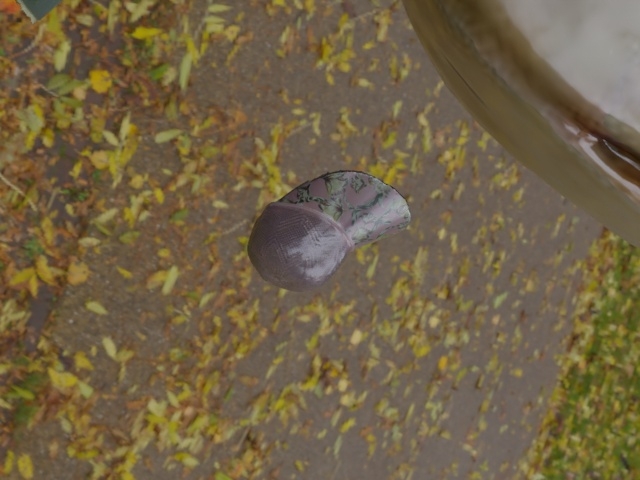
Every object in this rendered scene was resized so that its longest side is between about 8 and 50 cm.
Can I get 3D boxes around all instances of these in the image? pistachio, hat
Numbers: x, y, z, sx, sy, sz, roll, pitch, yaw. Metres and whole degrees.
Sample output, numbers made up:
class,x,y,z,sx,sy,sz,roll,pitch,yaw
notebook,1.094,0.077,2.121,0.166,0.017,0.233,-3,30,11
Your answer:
class,x,y,z,sx,sy,sz,roll,pitch,yaw
pistachio,0.236,-0.141,0.526,0.281,0.445,0.365,-47,-165,50
hat,0.003,0.001,0.430,0.058,0.087,0.042,61,25,-51

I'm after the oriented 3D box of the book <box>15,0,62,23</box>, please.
class,x,y,z,sx,sy,sz,roll,pitch,yaw
book,-0.067,-0.299,0.503,0.379,0.031,0.264,-44,179,-5
